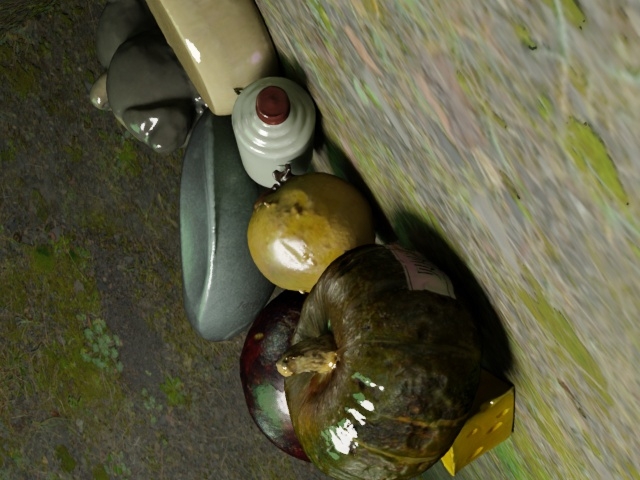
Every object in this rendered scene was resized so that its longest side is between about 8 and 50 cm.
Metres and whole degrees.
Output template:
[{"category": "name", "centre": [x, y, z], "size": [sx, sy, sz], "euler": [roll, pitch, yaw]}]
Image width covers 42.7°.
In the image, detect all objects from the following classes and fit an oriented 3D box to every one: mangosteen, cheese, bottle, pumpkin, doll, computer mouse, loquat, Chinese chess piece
[{"category": "mangosteen", "centre": [0.025, 0.194, 1.241], "size": [0.311, 0.311, 0.311], "euler": [58, 174, 10]}, {"category": "cheese", "centre": [0.166, 0.195, 0.940], "size": [0.126, 0.093, 0.171], "euler": [58, 174, 12]}, {"category": "bottle", "centre": [-0.058, -0.140, 1.046], "size": [0.104, 0.104, 0.245], "euler": [58, 174, 7]}, {"category": "pumpkin", "centre": [0.045, 0.127, 0.854], "size": [0.260, 0.189, 0.260], "euler": [-170, 90, -74]}, {"category": "doll", "centre": [-0.278, -0.320, 1.320], "size": [0.382, 0.252, 0.379], "euler": [45, 167, 41]}, {"category": "computer mouse", "centre": [-0.118, -0.026, 1.227], "size": [0.114, 0.203, 0.374], "euler": [11, 104, 33]}, {"category": "loquat", "centre": [0.000, 0.000, 1.035], "size": [0.204, 0.149, 0.172], "euler": [40, 144, -17]}, {"category": "Chinese chess piece", "centre": [-0.155, -0.295, 1.081], "size": [0.273, 0.102, 0.273], "euler": [59, 174, 11]}]
